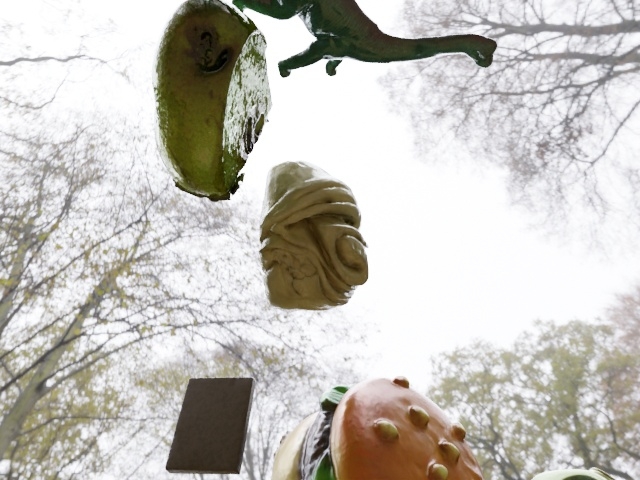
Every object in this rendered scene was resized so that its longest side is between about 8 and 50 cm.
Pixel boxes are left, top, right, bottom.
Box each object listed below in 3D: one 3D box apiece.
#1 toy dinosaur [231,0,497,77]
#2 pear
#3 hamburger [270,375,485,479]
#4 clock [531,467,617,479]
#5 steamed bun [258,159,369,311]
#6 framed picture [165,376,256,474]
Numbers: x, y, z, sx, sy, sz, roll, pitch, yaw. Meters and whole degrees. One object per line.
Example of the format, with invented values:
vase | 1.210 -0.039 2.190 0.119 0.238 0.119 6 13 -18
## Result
toy dinosaur | 0.035 -0.365 0.753 0.383 0.331 0.129 43 -118 -31
pear | -0.182 -0.226 0.795 0.164 0.238 0.255 15 -30 6
hamburger | 0.130 0.456 0.923 0.396 0.395 0.277 31 -58 -27
clock | 0.598 0.626 1.130 0.096 0.234 0.308 37 -44 -14
steamed bun | -0.001 -0.001 1.037 0.204 0.276 0.288 0 -102 11
framed picture | -0.191 0.324 0.913 0.128 0.168 0.023 -3 -43 10
